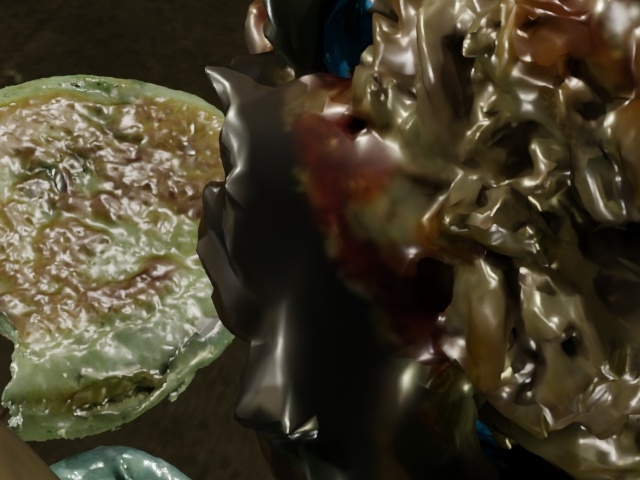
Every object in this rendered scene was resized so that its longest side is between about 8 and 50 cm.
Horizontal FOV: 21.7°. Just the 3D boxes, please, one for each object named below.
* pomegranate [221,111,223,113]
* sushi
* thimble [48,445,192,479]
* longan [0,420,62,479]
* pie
[{"bbox_3d":[0.010,0.001,1.349,0.276,0.204,0.222,48,115,5],"label":"pomegranate"},{"bbox_3d":[0.083,-0.014,0.488,0.218,0.225,0.238,-26,53,22],"label":"sushi"},{"bbox_3d":[-0.165,0.263,1.145,0.198,0.143,0.235,20,67,-22],"label":"thimble"},{"bbox_3d":[-0.139,0.131,0.414,0.248,0.248,0.248,0,97,2],"label":"longan"},{"bbox_3d":[-0.172,-0.002,1.172,0.302,0.067,0.302,2,53,-2],"label":"pie"}]
